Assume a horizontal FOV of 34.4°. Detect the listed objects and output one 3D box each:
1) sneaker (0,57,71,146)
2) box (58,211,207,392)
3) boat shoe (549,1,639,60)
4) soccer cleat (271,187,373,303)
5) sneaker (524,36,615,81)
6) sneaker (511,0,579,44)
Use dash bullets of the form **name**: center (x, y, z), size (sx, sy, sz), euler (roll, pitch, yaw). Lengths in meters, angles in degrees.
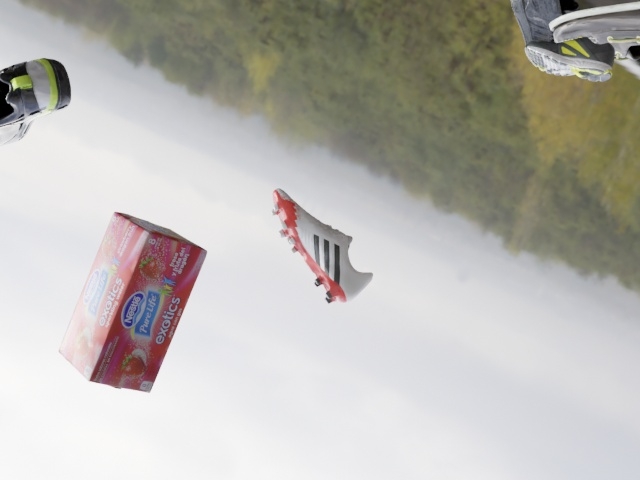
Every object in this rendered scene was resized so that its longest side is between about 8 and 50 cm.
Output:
- **sneaker**: center (-0.394, -0.170, 1.255), size (0.097, 0.084, 0.234), euler (-16, 178, -42)
- **box**: center (-0.304, 0.100, 1.666), size (0.122, 0.257, 0.128), euler (20, -175, -41)
- **boat shoe**: center (0.366, -0.245, 1.205), size (0.081, 0.069, 0.227), euler (-13, -173, -40)
- **soccer cleat**: center (0.000, 0.000, 0.640), size (0.083, 0.035, 0.029), euler (56, 167, 8)
- **sneaker**: center (0.230, -0.171, 0.948), size (0.083, 0.035, 0.031), euler (19, 164, 17)
- **sneaker**: center (0.334, -0.321, 1.494), size (0.089, 0.051, 0.170), euler (-1, 133, 41)
